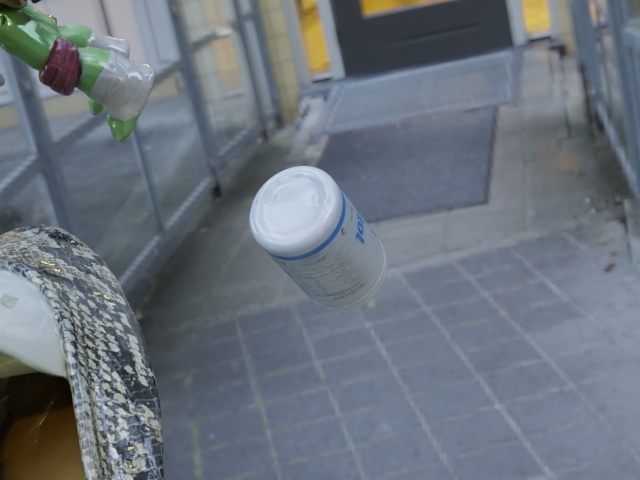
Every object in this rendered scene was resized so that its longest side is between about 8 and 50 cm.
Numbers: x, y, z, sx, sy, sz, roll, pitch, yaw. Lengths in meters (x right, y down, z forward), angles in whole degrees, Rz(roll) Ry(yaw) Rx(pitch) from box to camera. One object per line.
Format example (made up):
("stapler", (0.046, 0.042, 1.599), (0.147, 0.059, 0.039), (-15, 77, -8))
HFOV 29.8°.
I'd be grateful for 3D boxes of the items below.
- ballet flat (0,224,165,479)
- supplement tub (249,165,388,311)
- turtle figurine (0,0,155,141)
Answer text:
("ballet flat", (-0.158, 0.145, 0.603), (0.164, 0.182, 0.482), (-29, 53, 11))
("supplement tub", (0.000, 0.000, 0.877), (0.071, 0.107, 0.071), (-12, 59, 20))
("turtle figurine", (-0.292, -0.139, 0.983), (0.266, 0.274, 0.198), (21, -21, -30))
